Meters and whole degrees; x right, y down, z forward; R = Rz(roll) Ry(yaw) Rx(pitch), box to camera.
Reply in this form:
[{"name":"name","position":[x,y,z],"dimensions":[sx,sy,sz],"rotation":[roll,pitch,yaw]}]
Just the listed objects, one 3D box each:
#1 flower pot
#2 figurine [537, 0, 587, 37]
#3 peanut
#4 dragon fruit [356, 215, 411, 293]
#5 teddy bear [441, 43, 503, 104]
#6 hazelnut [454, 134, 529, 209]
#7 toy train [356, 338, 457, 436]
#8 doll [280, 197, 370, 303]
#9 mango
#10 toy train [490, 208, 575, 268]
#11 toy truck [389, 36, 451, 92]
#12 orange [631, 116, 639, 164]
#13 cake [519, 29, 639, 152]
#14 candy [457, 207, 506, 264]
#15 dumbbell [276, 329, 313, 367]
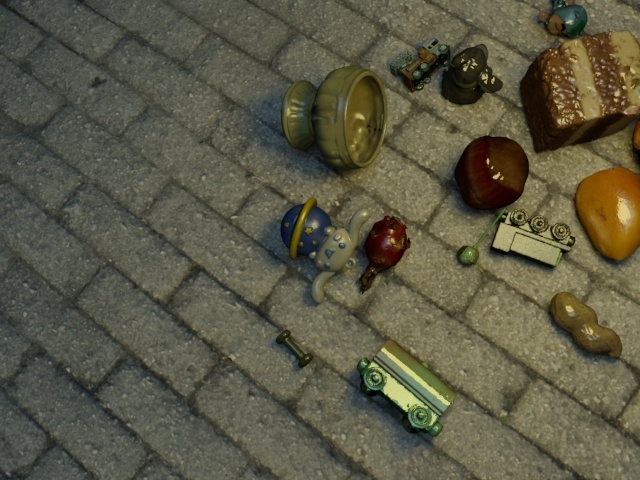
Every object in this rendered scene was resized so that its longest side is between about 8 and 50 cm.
[{"name":"flower pot","position":[0.039,-0.368,1.875],"dimensions":[0.244,0.307,0.307],"rotation":[12,75,30]},{"name":"figurine","position":[0.754,-0.710,1.974],"dimensions":[0.145,0.114,0.178],"rotation":[-15,62,10]},{"name":"peanut","position":[0.727,0.235,1.715],"dimensions":[0.104,0.085,0.228],"rotation":[-35,73,-23]},{"name":"dragon fruit","position":[0.175,0.045,1.833],"dimensions":[0.126,0.125,0.246],"rotation":[30,96,0]},{"name":"teddy bear","position":[0.467,-0.503,1.889],"dimensions":[0.171,0.251,0.144],"rotation":[34,82,0]},{"name":"hazelnut","position":[0.491,-0.199,1.810],"dimensions":[0.230,0.229,0.229],"rotation":[-2,74,7]},{"name":"toy train","position":[0.239,0.402,1.725],"dimensions":[0.285,0.116,0.177],"rotation":[38,70,16]},{"name":"doll","position":[-0.010,0.022,1.852],"dimensions":[0.243,0.159,0.310],"rotation":[14,100,-2]},{"name":"mango","position":[0.834,-0.072,1.762],"dimensions":[0.187,0.138,0.256],"rotation":[-18,67,14]},{"name":"toy train","position":[0.608,-0.003,1.798],"dimensions":[0.226,0.090,0.137],"rotation":[21,85,12]},{"name":"toy truck","position":[0.323,-0.573,1.998],"dimensions":[0.178,0.080,0.115],"rotation":[-42,64,-4]},{"name":"orange","position":[1.006,-0.287,1.774],"dimensions":[0.235,0.182,0.234],"rotation":[-1,81,3]},{"name":"cake","position":[0.756,-0.420,1.804],"dimensions":[0.291,0.282,0.255],"rotation":[-9,80,0]},{"name":"candy","position":[0.470,-0.014,1.802],"dimensions":[0.061,0.061,0.202],"rotation":[39,107,15]},{"name":"dumbbell","position":[-0.076,0.314,1.813],"dimensions":[0.052,0.046,0.118],"rotation":[-45,75,-1]}]
